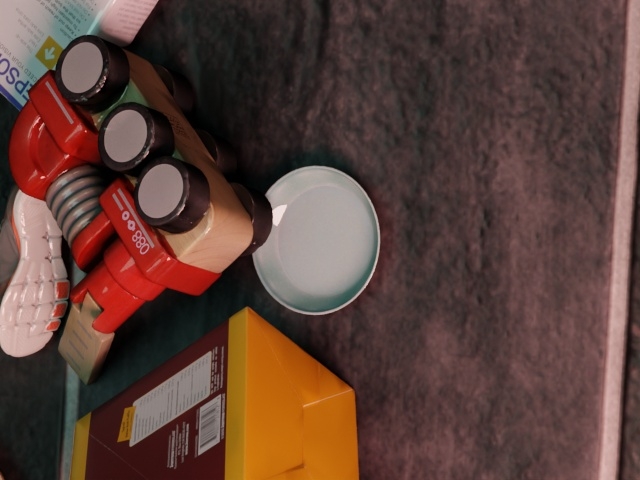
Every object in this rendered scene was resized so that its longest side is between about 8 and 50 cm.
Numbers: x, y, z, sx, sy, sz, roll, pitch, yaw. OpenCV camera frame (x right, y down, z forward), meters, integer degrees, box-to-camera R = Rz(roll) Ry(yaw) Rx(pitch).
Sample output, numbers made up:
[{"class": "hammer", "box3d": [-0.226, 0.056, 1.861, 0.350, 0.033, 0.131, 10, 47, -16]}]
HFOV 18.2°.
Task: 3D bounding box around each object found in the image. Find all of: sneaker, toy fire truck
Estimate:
[{"class": "sneaker", "box3d": [-0.256, 0.021, 1.741, 0.065, 0.061, 0.158, 16, 98, 57]}, {"class": "toy fire truck", "box3d": [-0.180, -0.009, 1.648, 0.246, 0.158, 0.217, -44, 60, 16]}]

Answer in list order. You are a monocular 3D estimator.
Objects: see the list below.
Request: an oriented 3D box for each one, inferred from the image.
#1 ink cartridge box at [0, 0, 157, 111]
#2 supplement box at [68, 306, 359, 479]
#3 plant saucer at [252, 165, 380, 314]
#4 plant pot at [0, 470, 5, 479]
[{"class": "ink cartridge box", "box3d": [-0.239, -0.324, 1.719, 0.324, 0.071, 0.330, 44, 109, 25]}, {"class": "supplement box", "box3d": [-0.084, 0.195, 1.531, 0.194, 0.129, 0.191, -34, 34, 26]}, {"class": "plant saucer", "box3d": [0.000, 0.000, 1.600, 0.119, 0.021, 0.119, 0, 89, 30]}, {"class": "plant pot", "box3d": [-0.356, 0.271, 1.795, 0.236, 0.032, 0.236, -1, 88, 30]}]
